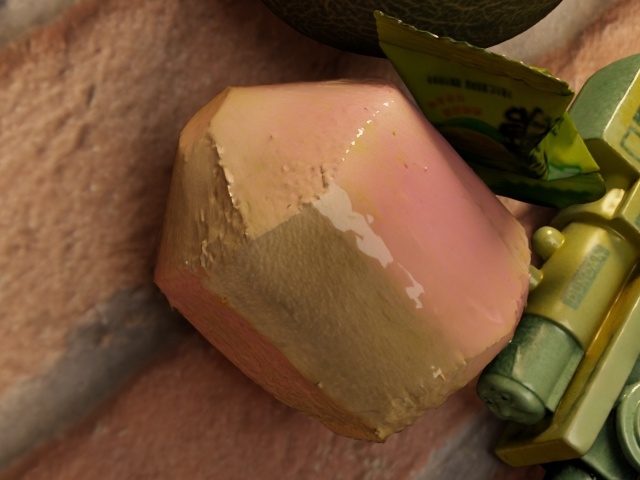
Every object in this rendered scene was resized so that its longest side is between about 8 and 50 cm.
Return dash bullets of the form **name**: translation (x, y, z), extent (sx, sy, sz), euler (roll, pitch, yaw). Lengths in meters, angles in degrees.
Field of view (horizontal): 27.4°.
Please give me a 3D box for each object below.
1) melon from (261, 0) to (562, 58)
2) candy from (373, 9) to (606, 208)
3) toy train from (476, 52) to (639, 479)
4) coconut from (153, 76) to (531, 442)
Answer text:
- **melon**: translation (0.073, -0.253, 0.978), extent (0.301, 0.237, 0.237), euler (-1, 83, -30)
- **candy**: translation (0.129, -0.093, 0.952), extent (0.246, 0.149, 0.069), euler (43, 62, -68)
- **toy train**: translation (0.248, 0.050, 1.095), extent (0.237, 0.150, 0.369), euler (39, 64, -10)
- **coconut**: translation (0.000, 0.000, 0.909), extent (0.245, 0.233, 0.233), euler (47, 62, -9)
